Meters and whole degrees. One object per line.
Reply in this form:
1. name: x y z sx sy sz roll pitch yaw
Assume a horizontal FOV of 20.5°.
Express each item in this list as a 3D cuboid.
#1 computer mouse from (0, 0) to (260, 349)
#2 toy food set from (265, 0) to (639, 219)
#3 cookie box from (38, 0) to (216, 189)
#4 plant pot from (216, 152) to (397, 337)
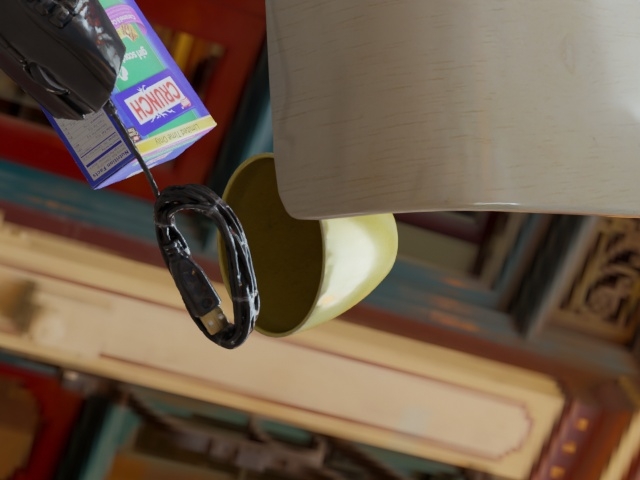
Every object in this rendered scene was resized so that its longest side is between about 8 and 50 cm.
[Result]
1. computer mouse: -0.103 -0.048 0.815 0.071 0.242 0.041 -25 -168 43
2. toy food set: 0.109 -0.110 0.641 0.092 0.306 0.219 -9 -99 53
3. cookie box: -0.121 -0.091 1.004 0.040 0.107 0.092 -34 179 29
4. plant pot: 0.000 0.000 1.309 0.134 0.095 0.134 10 -78 52
